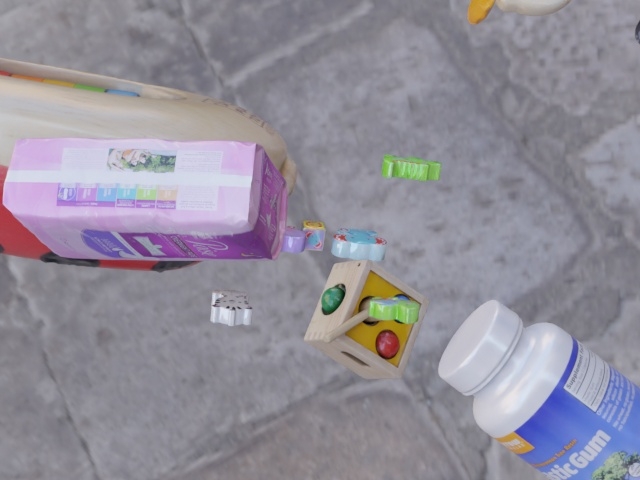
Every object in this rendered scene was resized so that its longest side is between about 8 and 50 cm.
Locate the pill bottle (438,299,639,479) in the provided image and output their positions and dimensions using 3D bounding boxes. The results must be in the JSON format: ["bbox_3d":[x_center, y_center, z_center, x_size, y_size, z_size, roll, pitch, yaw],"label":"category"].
[{"bbox_3d":[0.276,0.193,1.604,0.272,0.152,0.152,36,65,-9],"label":"pill bottle"}]

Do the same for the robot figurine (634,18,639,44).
[{"bbox_3d":[0.474,-0.197,1.525,0.209,0.278,0.174,2,55,-9],"label":"robot figurine"}]

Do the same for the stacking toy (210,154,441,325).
[{"bbox_3d":[0.000,0.000,1.315,0.221,0.167,0.052,3,20,-7],"label":"stacking toy"}]

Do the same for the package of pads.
[{"bbox_3d":[-0.055,-0.012,0.444,0.083,0.050,0.032,1,75,11],"label":"package of pads"}]

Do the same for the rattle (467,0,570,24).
[{"bbox_3d":[0.319,-0.347,1.894,0.199,0.143,0.130,-14,52,-14],"label":"rattle"}]

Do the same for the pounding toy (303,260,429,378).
[{"bbox_3d":[0.051,0.098,1.664,0.100,0.141,0.130,-9,53,54],"label":"pounding toy"}]

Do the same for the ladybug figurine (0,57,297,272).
[{"bbox_3d":[-0.247,-0.072,1.254,0.449,0.305,0.162,10,99,0],"label":"ladybug figurine"}]
